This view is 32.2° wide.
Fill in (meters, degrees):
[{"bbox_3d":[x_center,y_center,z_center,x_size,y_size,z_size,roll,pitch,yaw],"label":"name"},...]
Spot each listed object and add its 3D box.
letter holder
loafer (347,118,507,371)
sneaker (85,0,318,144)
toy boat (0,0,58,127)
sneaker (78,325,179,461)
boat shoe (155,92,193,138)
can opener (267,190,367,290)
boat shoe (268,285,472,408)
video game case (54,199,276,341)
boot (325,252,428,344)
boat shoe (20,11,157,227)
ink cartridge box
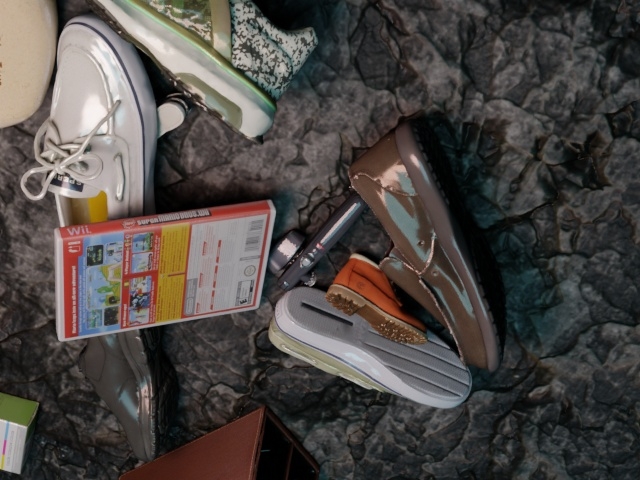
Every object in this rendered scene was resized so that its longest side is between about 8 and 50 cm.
[{"bbox_3d":[-0.174,0.426,1.696,0.302,0.214,0.152,-28,114,21],"label":"letter holder"},{"bbox_3d":[0.145,0.017,1.469,0.130,0.134,0.366,-18,108,21],"label":"loafer"},{"bbox_3d":[-0.168,-0.303,1.270,0.410,0.158,0.182,43,87,-17],"label":"sneaker"},{"bbox_3d":[-0.474,-0.256,1.322,0.318,0.148,0.267,-8,130,-30],"label":"toy boat"},{"bbox_3d":[-0.289,0.199,1.647,0.130,0.109,0.286,0,113,14],"label":"sneaker"},{"bbox_3d":[-0.215,-0.159,1.440,0.125,0.038,0.046,-21,114,41],"label":"boat shoe"},{"bbox_3d":[0.000,0.000,1.504,0.073,0.059,0.186,39,118,-16],"label":"can opener"},{"bbox_3d":[0.069,0.158,1.584,0.302,0.109,0.094,27,144,-5],"label":"boat shoe"},{"bbox_3d":[-0.208,0.041,1.477,0.285,0.025,0.204,-9,139,-20],"label":"video game case"},{"bbox_3d":[0.091,0.081,1.531,0.158,0.084,0.059,34,151,-12],"label":"boot"},{"bbox_3d":[-0.304,-0.097,1.406,0.136,0.156,0.367,21,129,23],"label":"boat shoe"},{"bbox_3d":[-0.557,0.284,1.741,0.209,0.062,0.109,16,123,-3],"label":"ink cartridge box"}]
